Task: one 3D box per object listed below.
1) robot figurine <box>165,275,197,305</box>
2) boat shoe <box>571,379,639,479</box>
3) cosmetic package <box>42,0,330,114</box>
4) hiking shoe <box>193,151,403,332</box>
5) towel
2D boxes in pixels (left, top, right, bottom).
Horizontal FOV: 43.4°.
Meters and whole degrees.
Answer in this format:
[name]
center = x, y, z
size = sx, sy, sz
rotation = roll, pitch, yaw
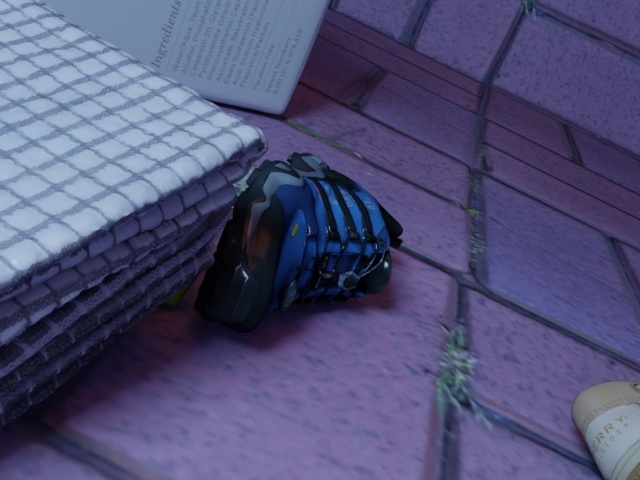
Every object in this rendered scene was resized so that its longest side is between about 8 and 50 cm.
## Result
[robot figurine]
center = -0.133, 0.000, 0.582
size = 0.101, 0.067, 0.115
rotation = 32, 23, 3
[boat shoe]
center = 0.362, 0.166, 0.672
size = 0.341, 0.122, 0.110
rotation = 12, 27, -28
[cosmetic package]
center = -0.216, -0.402, 1.036
size = 0.393, 0.328, 0.329
rotation = 5, 30, -39
[hiking shoe]
center = 0.000, 0.000, 0.662
size = 0.132, 0.113, 0.304
rotation = 27, 22, 4
[towel]
center = -0.204, -0.019, 0.427
size = 0.235, 0.121, 0.283
rotation = 31, 41, 17
